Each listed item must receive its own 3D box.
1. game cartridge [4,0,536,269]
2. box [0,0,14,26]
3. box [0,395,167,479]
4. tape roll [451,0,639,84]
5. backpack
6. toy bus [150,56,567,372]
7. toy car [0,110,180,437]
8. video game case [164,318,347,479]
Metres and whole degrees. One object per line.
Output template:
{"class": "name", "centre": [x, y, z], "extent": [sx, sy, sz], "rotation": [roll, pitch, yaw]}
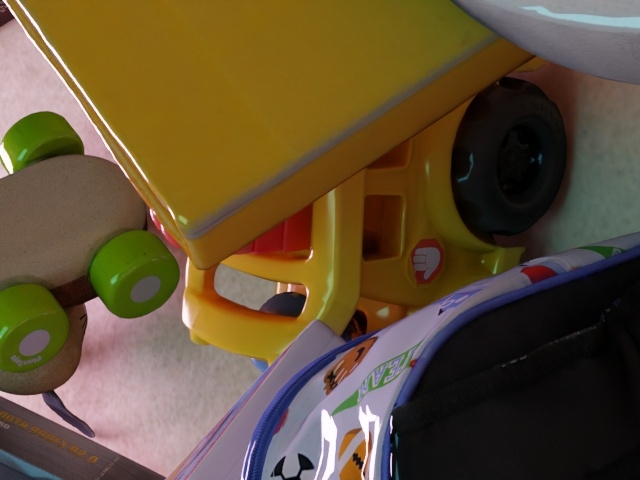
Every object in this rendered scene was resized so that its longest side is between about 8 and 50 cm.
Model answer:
{"class": "game cartridge", "centre": [0.008, -0.175, 0.771], "extent": [0.285, 0.324, 0.052], "rotation": [53, 169, 28]}
{"class": "box", "centre": [-0.271, -0.229, 1.110], "extent": [0.203, 0.168, 0.167], "rotation": [-22, 78, 44]}
{"class": "box", "centre": [-0.218, 0.221, 1.128], "extent": [0.183, 0.056, 0.231], "rotation": [23, 114, 10]}
{"class": "tape roll", "centre": [0.162, -0.246, 0.635], "extent": [0.392, 0.072, 0.392], "rotation": [-9, 71, 28]}
{"class": "backpack", "centre": [0.094, 0.124, 0.665], "extent": [0.213, 0.263, 0.276], "rotation": [-29, 74, 43]}
{"class": "toy bus", "centre": [0.000, 0.000, 0.833], "extent": [0.149, 0.211, 0.220], "rotation": [13, 105, 42]}
{"class": "toy car", "centre": [-0.177, 0.044, 1.104], "extent": [0.155, 0.149, 0.188], "rotation": [49, 154, 35]}
{"class": "video game case", "centre": [-0.101, 0.167, 0.787], "extent": [0.025, 0.204, 0.285], "rotation": [40, 140, 0]}
